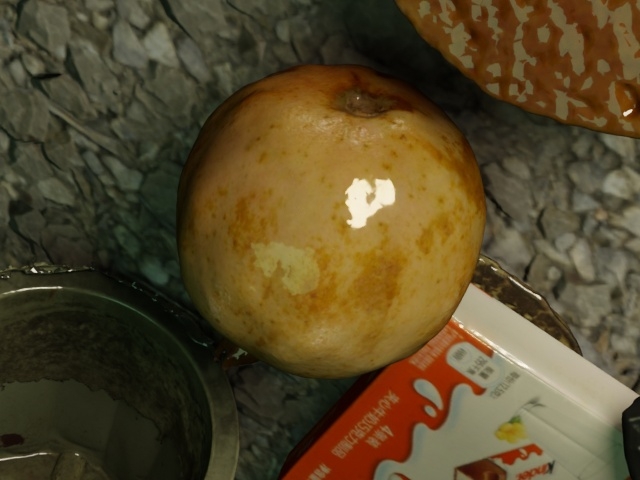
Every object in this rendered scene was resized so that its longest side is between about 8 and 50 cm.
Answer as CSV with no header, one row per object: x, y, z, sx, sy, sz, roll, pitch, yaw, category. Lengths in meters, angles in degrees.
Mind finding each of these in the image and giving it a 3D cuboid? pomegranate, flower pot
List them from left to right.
-0.220,0.192,1.387,0.290,0.290,0.259,33,147,8,flower pot
0.007,-0.013,1.111,0.207,0.207,0.207,17,131,21,pomegranate

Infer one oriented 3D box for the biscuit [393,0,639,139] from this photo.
0.179,-0.238,0.884,0.350,0.070,0.394,34,124,14,biscuit

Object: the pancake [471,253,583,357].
0.102,0.083,1.243,0.199,0.021,0.199,18,133,20,pancake

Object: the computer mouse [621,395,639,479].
0.333,0.128,1.078,0.295,0.087,0.168,-14,115,35,computer mouse

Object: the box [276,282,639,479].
0.134,0.177,1.254,0.265,0.048,0.273,33,136,-5,box
